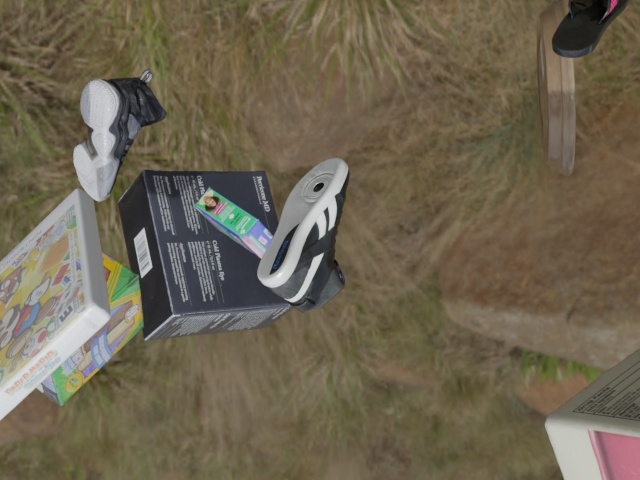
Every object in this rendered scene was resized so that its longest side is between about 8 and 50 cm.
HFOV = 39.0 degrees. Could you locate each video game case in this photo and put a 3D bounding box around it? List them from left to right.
[{"bbox_3d":[-0.280,0.072,0.827,0.206,0.227,0.026,-42,123,7],"label":"video game case"}]

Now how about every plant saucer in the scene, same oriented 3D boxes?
[{"bbox_3d":[0.367,-0.239,1.419,0.041,0.278,0.278,-3,144,11],"label":"plant saucer"}]

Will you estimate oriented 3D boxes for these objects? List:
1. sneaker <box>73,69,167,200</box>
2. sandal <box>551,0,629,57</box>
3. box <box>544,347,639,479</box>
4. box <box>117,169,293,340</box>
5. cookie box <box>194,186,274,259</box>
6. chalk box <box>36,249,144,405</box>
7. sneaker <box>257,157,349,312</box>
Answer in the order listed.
[{"bbox_3d":[-0.368,-0.196,1.686,0.153,0.101,0.269,-31,151,-40],"label":"sneaker"},{"bbox_3d":[0.319,-0.277,1.061,0.067,0.179,0.040,10,136,28],"label":"sandal"},{"bbox_3d":[0.305,0.159,0.638,0.148,0.127,0.232,-26,-170,-30],"label":"box"},{"bbox_3d":[-0.256,0.029,2.041,0.312,0.343,0.179,-2,158,-33],"label":"box"},{"bbox_3d":[-0.124,-0.023,1.355,0.040,0.107,0.092,-53,151,-9],"label":"cookie box"},{"bbox_3d":[-0.357,0.116,1.205,0.132,0.213,0.132,31,144,17],"label":"chalk box"},{"bbox_3d":[0.000,0.000,1.261,0.079,0.217,0.121,3,146,45],"label":"sneaker"}]
